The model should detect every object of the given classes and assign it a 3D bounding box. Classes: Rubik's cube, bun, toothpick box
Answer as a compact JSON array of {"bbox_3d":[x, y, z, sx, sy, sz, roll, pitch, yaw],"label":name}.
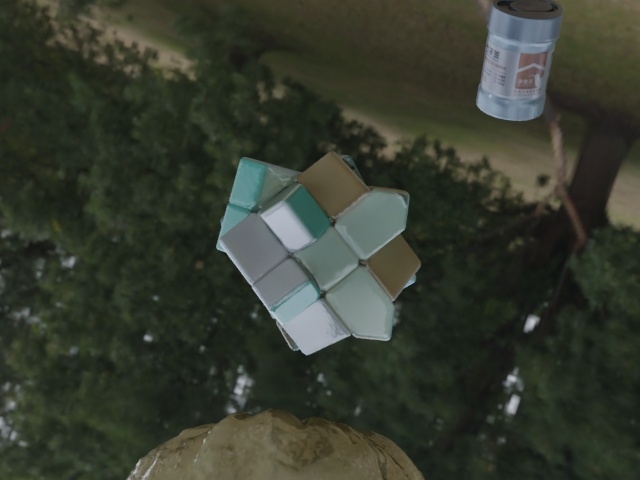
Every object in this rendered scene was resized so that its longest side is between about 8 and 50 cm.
[{"bbox_3d":[0.000,0.000,1.294,0.265,0.224,0.213,60,178,-7],"label":"Rubik's cube"},{"bbox_3d":[-0.040,0.294,1.130,0.359,0.211,0.360,4,149,3],"label":"bun"},{"bbox_3d":[0.280,-0.259,1.517,0.101,0.153,0.101,3,-147,-2],"label":"toothpick box"}]
